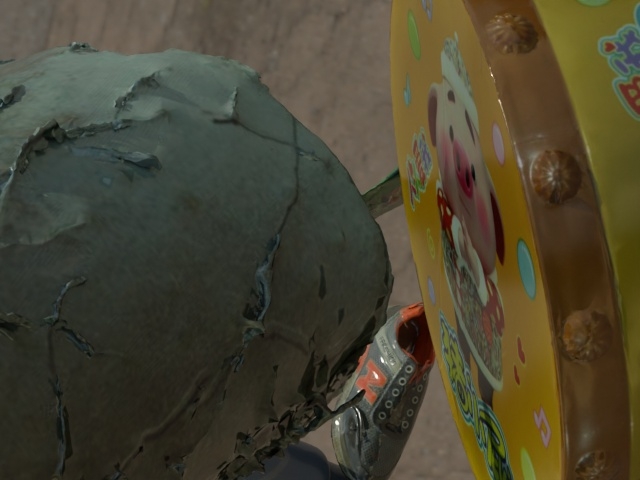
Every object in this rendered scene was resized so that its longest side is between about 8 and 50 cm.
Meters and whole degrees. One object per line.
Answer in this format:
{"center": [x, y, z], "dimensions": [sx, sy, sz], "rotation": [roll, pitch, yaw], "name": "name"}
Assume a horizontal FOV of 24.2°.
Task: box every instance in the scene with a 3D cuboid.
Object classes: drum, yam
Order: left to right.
{"center": [-0.153, 0.077, 0.574], "dimensions": [0.241, 0.348, 0.241], "rotation": [16, 124, 25], "name": "yam"}
{"center": [0.191, -0.011, 0.976], "dimensions": [0.431, 0.214, 0.431], "rotation": [169, 90, -83], "name": "drum"}

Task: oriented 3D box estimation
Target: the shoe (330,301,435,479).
{"center": [0.067, 0.142, 1.414], "dimensions": [0.077, 0.074, 0.194], "rotation": [-31, 37, 54], "name": "shoe"}

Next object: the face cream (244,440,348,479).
{"center": [-0.095, 0.201, 1.361], "dimensions": [0.086, 0.385, 0.136], "rotation": [-39, 39, 36], "name": "face cream"}

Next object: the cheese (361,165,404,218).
{"center": [0.000, 0.000, 1.227], "dimensions": [0.083, 0.320, 0.204], "rotation": [57, 176, 13], "name": "cheese"}
